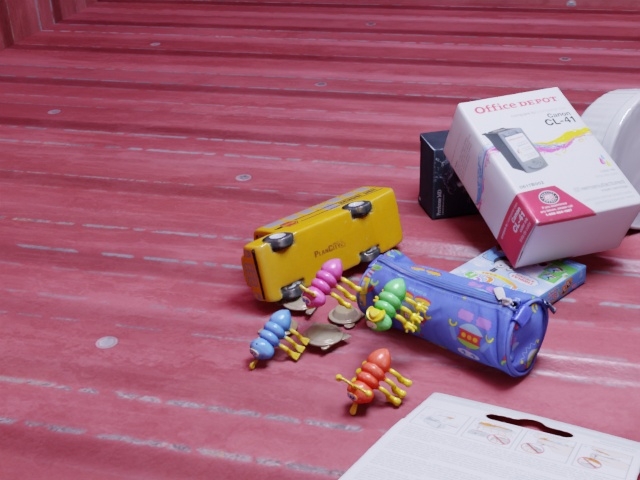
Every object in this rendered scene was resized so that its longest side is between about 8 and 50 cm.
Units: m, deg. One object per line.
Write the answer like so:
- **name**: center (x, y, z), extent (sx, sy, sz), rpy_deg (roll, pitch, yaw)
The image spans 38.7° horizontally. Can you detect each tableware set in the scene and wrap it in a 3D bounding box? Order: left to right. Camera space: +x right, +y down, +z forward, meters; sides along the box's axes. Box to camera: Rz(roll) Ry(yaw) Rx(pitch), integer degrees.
- **tableware set**: center (-0.014, 0.130, 1.496), extent (0.169, 0.020, 0.141), rpy_deg (13, 31, 29)

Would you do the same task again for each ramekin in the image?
- **ramekin**: center (0.592, -0.166, 1.744), extent (0.273, 0.272, 0.127), rpy_deg (-18, 25, -27)

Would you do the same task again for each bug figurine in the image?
- **bug figurine**: center (0.023, 0.132, 1.369), extent (0.279, 0.072, 0.216), rpy_deg (17, 66, 35)

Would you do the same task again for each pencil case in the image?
- **pencil case**: center (0.201, 0.104, 1.409), extent (0.306, 0.133, 0.119), rpy_deg (19, 48, 37)

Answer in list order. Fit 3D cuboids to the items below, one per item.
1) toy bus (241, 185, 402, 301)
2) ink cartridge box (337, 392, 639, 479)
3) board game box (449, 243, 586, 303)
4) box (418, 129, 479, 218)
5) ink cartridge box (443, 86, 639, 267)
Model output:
- **toy bus**: center (0.000, 0.000, 1.626), extent (0.333, 0.108, 0.130), rpy_deg (-23, 20, -33)
- **ink cartridge box**: center (0.212, 0.312, 1.103), extent (0.308, 0.091, 0.385), rpy_deg (11, 14, 24)
- **board game box**: center (0.327, 0.069, 1.560), extent (0.212, 0.039, 0.160), rpy_deg (-26, 36, -36)
- **box**: center (0.285, -0.138, 1.832), extent (0.158, 0.155, 0.093), rpy_deg (-8, 29, -10)
- **ink cartridge box**: center (0.388, -0.118, 1.626), extent (0.226, 0.131, 0.306), rpy_deg (-12, 54, -18)
